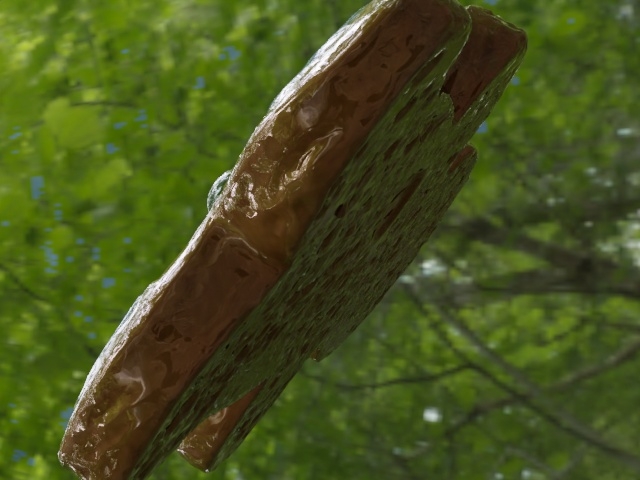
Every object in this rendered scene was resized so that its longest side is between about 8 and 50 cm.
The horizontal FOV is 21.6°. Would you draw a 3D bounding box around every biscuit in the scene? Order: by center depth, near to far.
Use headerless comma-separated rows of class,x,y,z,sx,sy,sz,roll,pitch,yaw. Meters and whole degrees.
biscuit,-0.002,-0.002,0.613,0.049,0.324,0.205,37,-79,10
